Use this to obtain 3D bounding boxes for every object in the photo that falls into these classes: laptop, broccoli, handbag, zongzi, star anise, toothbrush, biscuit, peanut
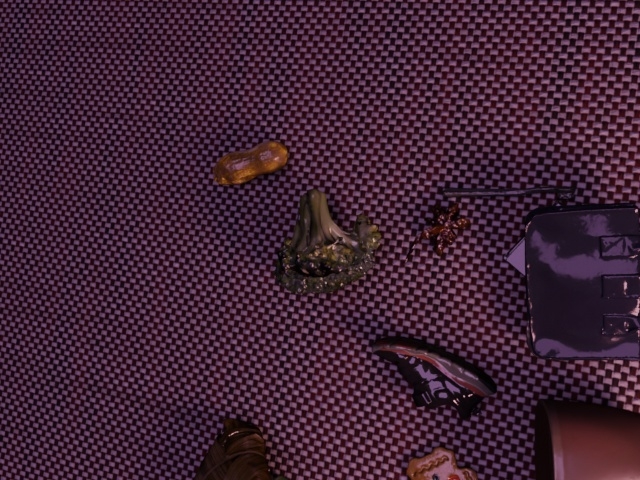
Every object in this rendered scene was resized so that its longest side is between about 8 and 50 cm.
[{"bbox_3d":[0.521,0.016,1.495,0.129,0.016,0.180,44,99,16],"label":"laptop"},{"bbox_3d":[0.000,0.000,1.547,0.263,0.247,0.243,-21,72,38],"label":"broccoli"},{"bbox_3d":[0.573,0.085,1.401,0.269,0.118,0.325,-1,100,18],"label":"handbag"},{"bbox_3d":[-0.209,0.609,1.555,0.285,0.134,0.288,-63,29,9],"label":"zongzi"},{"bbox_3d":[0.263,-0.012,1.554,0.097,0.070,0.190,41,100,14],"label":"star anise"},{"bbox_3d":[0.429,-0.109,1.528,0.298,0.030,0.030,1,96,17],"label":"toothbrush"},{"bbox_3d":[0.292,0.587,1.507,0.166,0.036,0.225,-28,78,12],"label":"biscuit"},{"bbox_3d":[-0.181,-0.199,1.701,0.207,0.087,0.087,-17,80,14],"label":"peanut"}]

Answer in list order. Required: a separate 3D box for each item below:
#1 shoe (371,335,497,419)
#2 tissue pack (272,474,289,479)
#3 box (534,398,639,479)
[{"bbox_3d":[0.247,0.314,1.512,0.291,0.114,0.137,25,98,15],"label":"shoe"},{"bbox_3d":[-0.054,0.686,1.550,0.230,0.145,0.159,25,92,18],"label":"tissue pack"},{"bbox_3d":[0.550,0.462,1.319,0.216,0.301,0.300,-3,84,10],"label":"box"}]
